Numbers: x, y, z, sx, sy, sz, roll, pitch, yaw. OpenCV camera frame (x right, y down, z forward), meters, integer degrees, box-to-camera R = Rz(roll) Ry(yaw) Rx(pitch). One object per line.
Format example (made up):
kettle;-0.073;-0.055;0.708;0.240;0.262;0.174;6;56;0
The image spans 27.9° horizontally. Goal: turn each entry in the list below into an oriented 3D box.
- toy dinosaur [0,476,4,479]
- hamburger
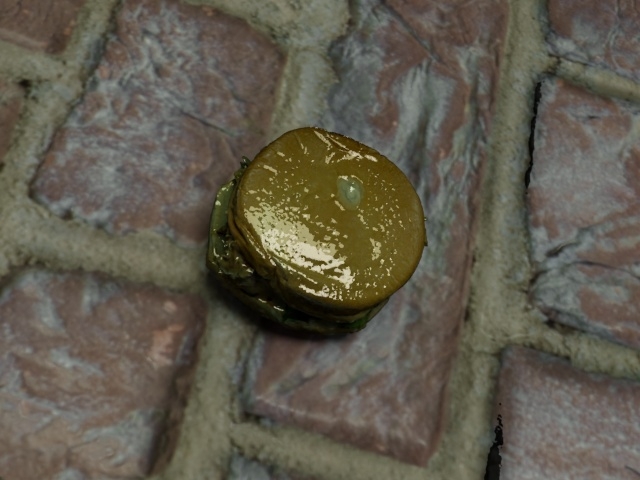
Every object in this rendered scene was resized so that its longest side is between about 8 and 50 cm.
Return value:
toy dinosaur;-0.252;0.274;0.964;0.393;0.092;0.205;41;22;18
hamburger;0.000;0.000;1.260;0.215;0.122;0.189;16;57;-11
